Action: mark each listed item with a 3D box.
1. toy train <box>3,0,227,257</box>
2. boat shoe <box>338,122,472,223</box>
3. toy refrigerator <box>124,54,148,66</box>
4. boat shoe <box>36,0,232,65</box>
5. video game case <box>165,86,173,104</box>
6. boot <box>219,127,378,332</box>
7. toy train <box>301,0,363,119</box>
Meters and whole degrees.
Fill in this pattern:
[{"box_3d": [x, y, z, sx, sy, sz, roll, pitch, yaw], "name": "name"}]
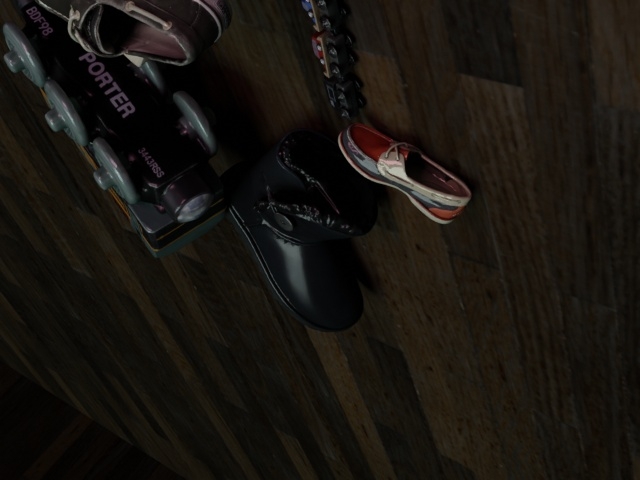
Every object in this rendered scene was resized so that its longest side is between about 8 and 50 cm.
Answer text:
[{"box_3d": [-0.223, -0.133, 1.079, 0.334, 0.142, 0.190, 50, 163, 18], "name": "toy train"}, {"box_3d": [0.079, -0.069, 0.914, 0.137, 0.049, 0.043, 37, 151, 3], "name": "boat shoe"}, {"box_3d": [-0.149, -0.266, 0.864, 0.102, 0.094, 0.269, 43, 155, -4], "name": "toy refrigerator"}, {"box_3d": [-0.180, -0.197, 0.834, 0.219, 0.070, 0.078, 17, 151, 31], "name": "boat shoe"}, {"box_3d": [-0.211, -0.166, 1.201, 0.122, 0.011, 0.087, 13, 143, 45], "name": "video game case"}, {"box_3d": [0.000, 0.000, 1.074, 0.246, 0.094, 0.207, 54, 156, -12], "name": "boot"}, {"box_3d": [0.010, -0.171, 0.874, 0.036, 0.027, 0.158, 37, 157, 34], "name": "toy train"}]
